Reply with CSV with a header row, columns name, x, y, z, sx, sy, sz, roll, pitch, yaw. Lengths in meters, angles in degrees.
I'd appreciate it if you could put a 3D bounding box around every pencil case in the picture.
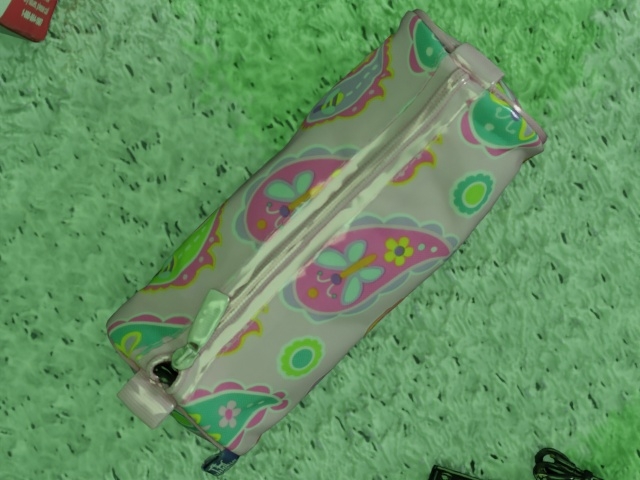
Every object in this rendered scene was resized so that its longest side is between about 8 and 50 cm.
name,x,y,z,sx,sy,sz,roll,pitch,yaw
pencil case,0.000,0.000,0.844,0.284,0.124,0.124,-44,87,2

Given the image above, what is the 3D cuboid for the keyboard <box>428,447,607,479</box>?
name,x,y,z,sx,sy,sz,roll,pitch,yaw
keyboard,0.150,0.185,0.883,0.180,0.023,0.108,17,98,3

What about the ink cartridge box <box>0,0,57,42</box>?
name,x,y,z,sx,sy,sz,roll,pitch,yaw
ink cartridge box,-0.189,-0.283,0.802,0.131,0.226,0.306,17,91,3
